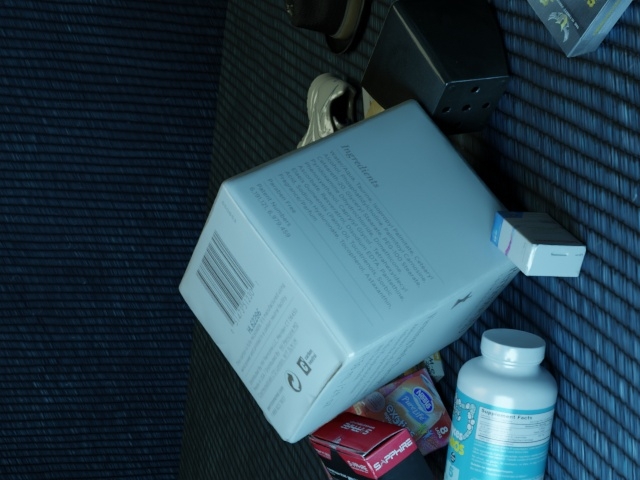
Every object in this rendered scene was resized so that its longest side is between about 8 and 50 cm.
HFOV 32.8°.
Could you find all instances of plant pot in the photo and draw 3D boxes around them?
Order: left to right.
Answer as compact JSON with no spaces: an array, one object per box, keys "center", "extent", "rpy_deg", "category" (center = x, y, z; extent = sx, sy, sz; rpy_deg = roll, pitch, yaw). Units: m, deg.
[{"center":[0.205,-0.275,1.799],"extent":[0.167,0.188,0.187],"rpy_deg":[62,148,31],"category":"plant pot"}]

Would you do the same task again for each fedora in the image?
[{"center":[0.000,-0.591,2.453],"extent":[0.334,0.153,0.333],"rpy_deg":[-178,90,-72],"category":"fedora"}]

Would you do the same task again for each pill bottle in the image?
[{"center":[0.266,0.268,1.596],"extent":[0.146,0.146,0.264],"rpy_deg":[-143,57,-68],"category":"pill bottle"}]

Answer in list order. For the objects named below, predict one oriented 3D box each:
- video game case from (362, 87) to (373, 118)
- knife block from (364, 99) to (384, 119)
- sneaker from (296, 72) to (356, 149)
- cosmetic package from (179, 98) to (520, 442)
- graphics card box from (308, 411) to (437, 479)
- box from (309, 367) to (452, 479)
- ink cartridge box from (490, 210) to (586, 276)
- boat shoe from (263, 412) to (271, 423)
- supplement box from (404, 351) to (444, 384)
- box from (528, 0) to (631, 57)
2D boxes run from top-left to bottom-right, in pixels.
[{"center":[0.144,-0.203,2.101],"extent":[0.227,0.026,0.206],"rpy_deg":[-161,64,-65],"category":"video game case"},{"center":[0.159,-0.110,1.970],"extent":[0.242,0.088,0.275],"rpy_deg":[48,131,28],"category":"knife block"},{"center":[0.016,-0.227,2.454],"extent":[0.129,0.111,0.297],"rpy_deg":[-151,63,-63],"category":"sneaker"},{"center":[0.049,0.044,1.718],"extent":[0.327,0.394,0.329],"rpy_deg":[52,147,17],"category":"cosmetic package"},{"center":[0.142,0.456,1.739],"extent":[0.370,0.094,0.233],"rpy_deg":[61,159,-8],"category":"graphics card box"},{"center":[0.108,0.354,2.002],"extent":[0.142,0.154,0.300],"rpy_deg":[64,154,10],"category":"box"},{"center":[0.312,0.005,1.568],"extent":[0.122,0.089,0.052],"rpy_deg":[-126,41,-61],"category":"ink cartridge box"},{"center":[0.042,0.212,1.919],"extent":[0.121,0.335,0.119],"rpy_deg":[54,165,10],"category":"boat shoe"},{"center":[0.188,0.239,1.999],"extent":[0.098,0.036,0.062],"rpy_deg":[120,146,-54],"category":"supplement box"},{"center":[0.337,-0.396,1.476],"extent":[0.231,0.056,0.183],"rpy_deg":[62,150,21],"category":"box"}]
